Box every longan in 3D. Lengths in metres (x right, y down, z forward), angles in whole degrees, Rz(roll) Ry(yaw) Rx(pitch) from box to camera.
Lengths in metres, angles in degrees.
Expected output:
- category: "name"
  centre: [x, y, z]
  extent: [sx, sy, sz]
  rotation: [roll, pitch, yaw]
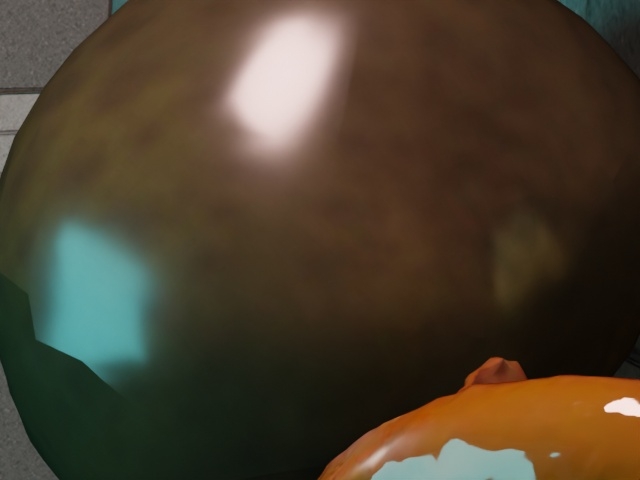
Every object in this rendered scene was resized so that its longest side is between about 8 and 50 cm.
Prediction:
- category: "longan"
  centre: [0.000, 0.000, 1.083]
  extent: [0.404, 0.404, 0.336]
  rotation: [-135, 27, -70]

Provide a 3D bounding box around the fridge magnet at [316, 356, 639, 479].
- category: "fridge magnet"
  centre: [0.137, 0.210, 0.745]
  extent: [0.155, 0.363, 0.363]
  rotation: [-40, -32, -52]
